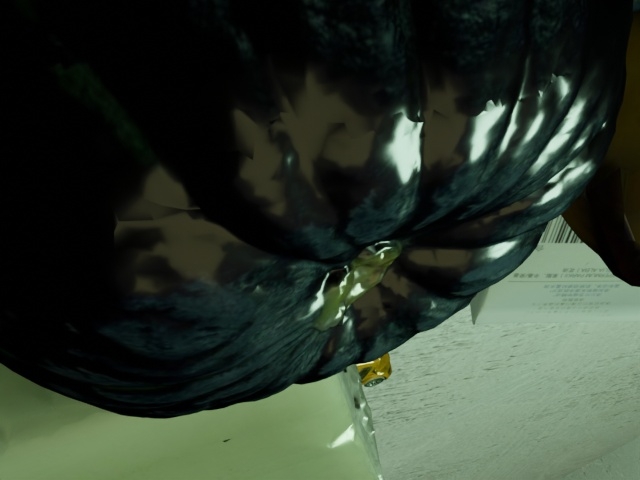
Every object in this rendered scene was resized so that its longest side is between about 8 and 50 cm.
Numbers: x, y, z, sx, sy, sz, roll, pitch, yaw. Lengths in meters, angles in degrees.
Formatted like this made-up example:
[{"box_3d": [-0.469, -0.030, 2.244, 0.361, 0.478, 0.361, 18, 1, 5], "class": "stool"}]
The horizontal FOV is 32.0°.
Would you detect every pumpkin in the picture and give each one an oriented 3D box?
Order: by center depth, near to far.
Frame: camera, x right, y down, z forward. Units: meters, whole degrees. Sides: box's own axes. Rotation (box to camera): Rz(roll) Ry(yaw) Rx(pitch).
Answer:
[{"box_3d": [-0.028, -0.080, 0.523, 0.363, 0.266, 0.363, -22, 155, -11], "class": "pumpkin"}]

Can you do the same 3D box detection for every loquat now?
[{"box_3d": [0.271, -0.072, 0.786, 0.235, 0.235, 0.235, -19, 158, -8], "class": "loquat"}]

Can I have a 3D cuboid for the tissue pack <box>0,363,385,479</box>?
[{"box_3d": [-0.161, 0.111, 0.819, 0.380, 0.207, 0.297, -18, 143, 2], "class": "tissue pack"}]

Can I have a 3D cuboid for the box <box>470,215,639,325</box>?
[{"box_3d": [0.280, -0.023, 1.010, 0.274, 0.116, 0.203, -1, 142, -6], "class": "box"}]

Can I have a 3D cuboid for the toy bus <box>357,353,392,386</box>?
[{"box_3d": [0.016, 0.141, 1.338, 0.162, 0.069, 0.074, -8, 152, -29], "class": "toy bus"}]

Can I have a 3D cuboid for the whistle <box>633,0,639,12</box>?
[{"box_3d": [0.192, -0.198, 0.706, 0.090, 0.090, 0.158, -13, 144, -23], "class": "whistle"}]
